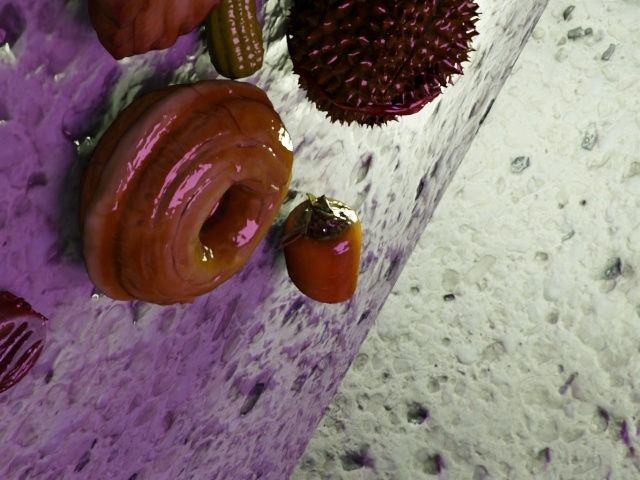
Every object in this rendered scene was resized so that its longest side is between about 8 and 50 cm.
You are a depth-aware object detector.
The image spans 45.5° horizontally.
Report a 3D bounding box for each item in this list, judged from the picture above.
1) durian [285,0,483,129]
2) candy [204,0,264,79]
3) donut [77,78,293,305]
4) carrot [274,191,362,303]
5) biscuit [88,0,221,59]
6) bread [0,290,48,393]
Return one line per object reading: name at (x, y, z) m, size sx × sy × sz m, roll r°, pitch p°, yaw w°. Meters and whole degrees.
durian at (0.107, -0.384, 1.413) m, size 0.384 × 0.347 × 0.348 m, roll -51°, pitch 163°, yaw 24°
candy at (-0.144, -0.367, 1.240) m, size 0.097 × 0.097 × 0.209 m, roll -44°, pitch 146°, yaw -34°
donut at (-0.219, -0.076, 1.298) m, size 0.449 × 0.198 × 0.449 m, roll -46°, pitch 156°, yaw -27°
carrot at (0.000, 0.000, 1.862) m, size 0.331 × 0.214 × 0.193 m, roll 96°, pitch 3°, yaw -52°
biscuit at (-0.182, -0.382, 1.010) m, size 0.326 × 0.107 × 0.326 m, roll -42°, pitch -178°, yaw 2°
bread at (-0.494, 0.158, 1.158) m, size 0.160 × 0.073 × 0.160 m, roll -45°, pitch 153°, yaw -31°
